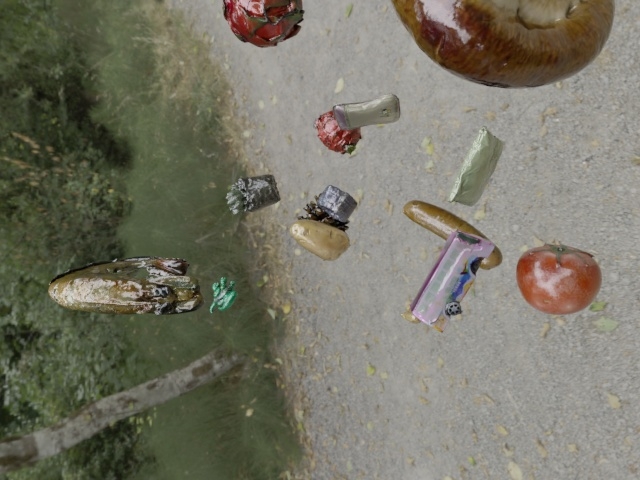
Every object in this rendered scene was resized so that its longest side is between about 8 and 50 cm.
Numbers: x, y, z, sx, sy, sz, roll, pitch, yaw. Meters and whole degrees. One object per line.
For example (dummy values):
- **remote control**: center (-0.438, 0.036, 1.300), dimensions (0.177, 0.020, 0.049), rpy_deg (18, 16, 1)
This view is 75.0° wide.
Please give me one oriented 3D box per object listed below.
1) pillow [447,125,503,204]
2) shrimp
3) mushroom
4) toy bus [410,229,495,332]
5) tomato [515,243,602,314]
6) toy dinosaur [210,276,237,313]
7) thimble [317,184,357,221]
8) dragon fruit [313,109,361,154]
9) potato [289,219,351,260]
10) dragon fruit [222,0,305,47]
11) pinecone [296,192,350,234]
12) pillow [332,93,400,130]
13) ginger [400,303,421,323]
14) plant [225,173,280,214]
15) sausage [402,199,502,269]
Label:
- **pillow**: center (0.576, -0.253, 1.517), dimensions (0.076, 0.280, 0.274), rpy_deg (32, 108, 31)
- **shrimp**: center (-0.270, 0.059, 0.613), dimensions (0.253, 0.173, 0.058), rpy_deg (1, 107, 12)
- **mushroom**: center (0.204, -0.303, 0.465), dimensions (0.267, 0.254, 0.267), rpy_deg (-5, 73, 18)
- **toy bus**: center (0.350, 0.104, 1.117), dimensions (0.274, 0.112, 0.090), rpy_deg (-63, -3, 9)
- **tomato**: center (0.821, 0.138, 1.453), dimensions (0.265, 0.264, 0.265), rpy_deg (-6, 82, 53)
- **toy dinosaur**: center (-0.287, 0.169, 1.226), dimensions (0.132, 0.059, 0.096), rpy_deg (-43, 36, 28)
- **thimble**: center (0.068, -0.149, 1.691), dimensions (0.150, 0.150, 0.098), rpy_deg (28, 83, 51)
- **dragon fruit**: center (0.078, -0.453, 1.718), dimensions (0.209, 0.172, 0.172), rpy_deg (39, 128, 0)
- **potato**: center (0.003, 0.001, 1.448), dimensions (0.161, 0.234, 0.128), rpy_deg (21, 90, 36)
- **dragon fruit**: center (-0.137, -0.606, 1.087), dimensions (0.274, 0.192, 0.193), rpy_deg (14, 79, 28)
- **pinecone**: center (0.014, -0.093, 1.895), dimensions (0.243, 0.243, 0.257), rpy_deg (-4, 82, 53)
- **pillow**: center (0.161, -0.441, 1.449), dimensions (0.232, 0.131, 0.038), rpy_deg (-4, 58, 16)
- **ginger**: center (0.353, 0.226, 1.382), dimensions (0.148, 0.333, 0.081), rpy_deg (23, 108, 30)
- **plant**: center (-0.254, -0.173, 1.550), dimensions (0.129, 0.194, 0.132), rpy_deg (53, -159, -89)
- **sausage**: center (0.572, -0.045, 1.818), dimensions (0.136, 0.123, 0.501), rpy_deg (-46, 57, -4)
